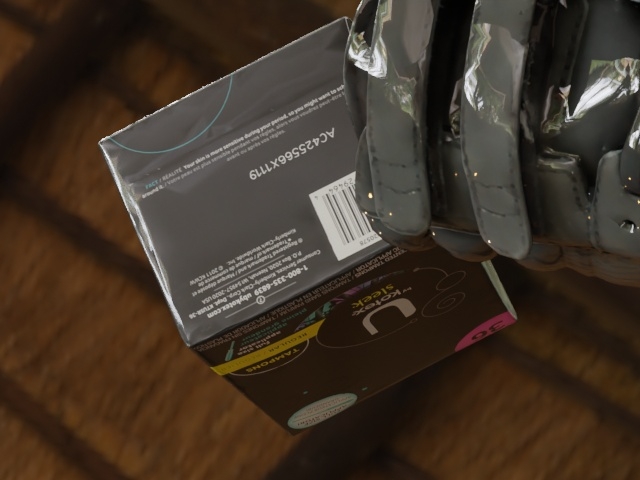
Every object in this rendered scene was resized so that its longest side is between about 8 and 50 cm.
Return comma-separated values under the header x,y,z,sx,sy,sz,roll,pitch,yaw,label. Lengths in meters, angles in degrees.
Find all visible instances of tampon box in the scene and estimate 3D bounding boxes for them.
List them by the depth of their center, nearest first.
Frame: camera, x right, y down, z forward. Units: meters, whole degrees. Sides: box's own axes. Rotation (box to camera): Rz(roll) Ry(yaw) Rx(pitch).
x,y,z,sx,sy,sz,roll,pitch,yaw,label
0.000,0.000,0.846,0.101,0.120,0.161,65,-173,23,tampon box

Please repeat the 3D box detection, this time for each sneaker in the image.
x,y,z,sx,sy,sz,roll,pitch,yaw,label
0.079,-0.027,0.405,0.147,0.105,0.296,8,180,-3,sneaker
